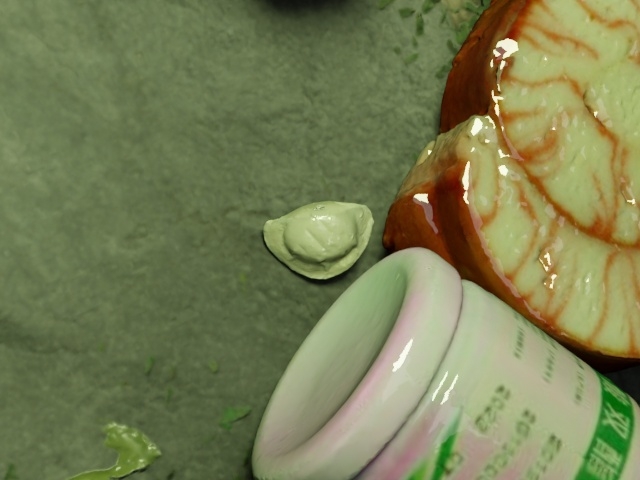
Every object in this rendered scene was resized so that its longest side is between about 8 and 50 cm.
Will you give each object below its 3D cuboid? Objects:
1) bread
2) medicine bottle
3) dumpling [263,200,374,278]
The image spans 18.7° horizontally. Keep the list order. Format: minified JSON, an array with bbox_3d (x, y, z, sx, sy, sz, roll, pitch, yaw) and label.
[{"bbox_3d":[0.224,-0.055,1.515,0.295,0.114,0.327,29,71,-16],"label":"bread"},{"bbox_3d":[0.134,0.176,1.393,0.325,0.212,0.212,37,70,-13],"label":"medicine bottle"},{"bbox_3d":[0.001,0.000,1.456,0.077,0.043,0.059,-15,110,-27],"label":"dumpling"}]
